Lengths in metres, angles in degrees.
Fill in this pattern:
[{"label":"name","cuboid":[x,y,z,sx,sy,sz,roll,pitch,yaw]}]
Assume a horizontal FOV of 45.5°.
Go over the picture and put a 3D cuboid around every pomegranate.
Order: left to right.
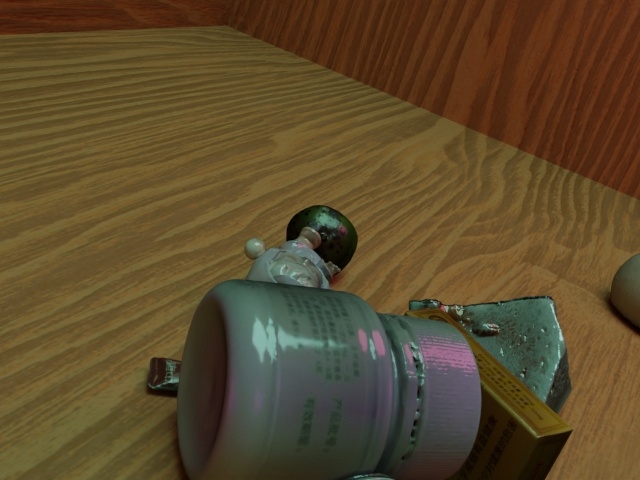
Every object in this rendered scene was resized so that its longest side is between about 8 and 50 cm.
[{"label":"pomegranate","cuboid":[0.000,-0.006,1.498,0.148,0.148,0.169,13,18,-12]}]

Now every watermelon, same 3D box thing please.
[{"label":"watermelon","cuboid":[0.298,0.185,1.209,0.320,0.214,0.289,27,25,-11]}]

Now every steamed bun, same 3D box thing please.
[{"label":"steamed bun","cuboid":[0.825,0.121,1.765,0.283,0.177,0.283,16,25,-8]}]

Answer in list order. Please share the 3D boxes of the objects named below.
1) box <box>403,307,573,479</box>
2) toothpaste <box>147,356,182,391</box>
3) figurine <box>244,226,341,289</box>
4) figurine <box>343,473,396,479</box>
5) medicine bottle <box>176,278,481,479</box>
[{"label":"box","cuboid":[0.195,0.240,1.063,0.076,0.174,0.274,1,30,-37]},{"label":"toothpaste","cuboid":[-0.123,0.204,1.081,0.239,0.039,0.062,11,32,-13]},{"label":"figurine","cuboid":[-0.051,0.073,1.298,0.200,0.133,0.276,36,21,-2]},{"label":"figurine","cuboid":[0.058,0.351,0.824,0.132,0.132,0.154,5,40,-28]},{"label":"medicine bottle","cuboid":[0.007,0.187,0.943,0.325,0.256,0.256,8,26,-24]}]
